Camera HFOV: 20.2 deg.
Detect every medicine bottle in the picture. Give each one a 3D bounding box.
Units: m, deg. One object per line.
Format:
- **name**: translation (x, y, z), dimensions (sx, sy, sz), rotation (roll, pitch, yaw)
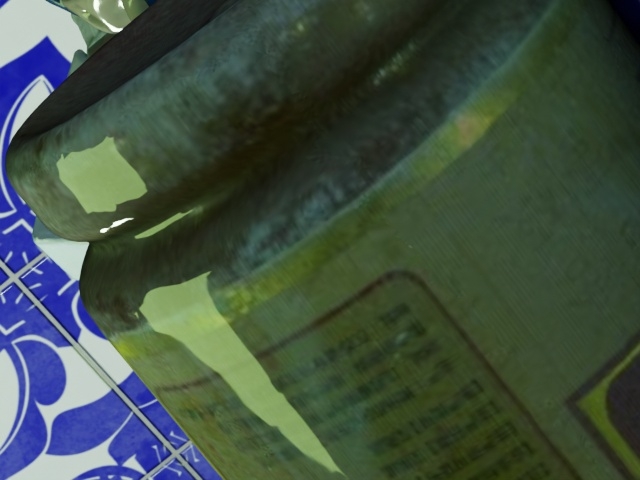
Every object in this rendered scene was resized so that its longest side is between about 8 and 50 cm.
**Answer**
- **medicine bottle**: translation (0.070, 0.060, 0.477), dimensions (0.322, 0.151, 0.151), rotation (52, 179, -14)

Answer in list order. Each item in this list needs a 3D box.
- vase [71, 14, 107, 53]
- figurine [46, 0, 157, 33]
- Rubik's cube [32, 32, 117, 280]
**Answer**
- **vase**: translation (-0.109, -0.103, 1.301), dimensions (0.143, 0.143, 0.299), rotation (61, -172, -83)
- **figurine**: translation (-0.060, -0.145, 0.551), dimensions (0.164, 0.121, 0.262), rotation (-98, -13, -57)
- **Rubik's cube**: translation (-0.049, -0.021, 1.108), dimensions (0.265, 0.213, 0.224), rotation (49, 177, 24)
